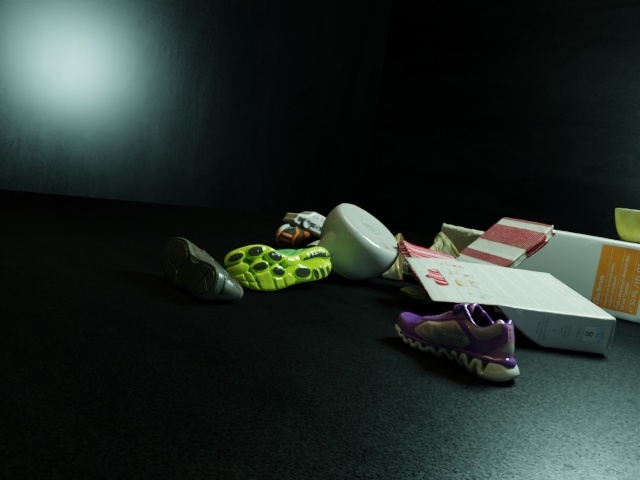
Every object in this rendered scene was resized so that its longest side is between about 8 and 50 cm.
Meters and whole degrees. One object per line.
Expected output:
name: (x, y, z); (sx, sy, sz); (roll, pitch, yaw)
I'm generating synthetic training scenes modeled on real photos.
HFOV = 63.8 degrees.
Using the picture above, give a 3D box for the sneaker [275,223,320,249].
sneaker: (0.000, 0.000, 1.958); (0.320, 0.125, 0.180); (-12, 23, -43)

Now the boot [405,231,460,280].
boot: (0.355, 0.054, 1.672); (0.165, 0.077, 0.213); (-35, 7, 8)

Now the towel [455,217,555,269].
towel: (0.512, 0.049, 1.548); (0.329, 0.037, 0.237); (-37, 19, -9)

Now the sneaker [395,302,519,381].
sneaker: (0.232, 0.151, 0.876); (0.095, 0.105, 0.236); (1, 8, -40)

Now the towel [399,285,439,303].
towel: (0.299, 0.144, 1.383); (0.148, 0.027, 0.110); (5, 8, -32)

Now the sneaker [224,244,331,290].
sneaker: (-0.108, 0.071, 1.248); (0.295, 0.110, 0.123); (2, -13, -41)

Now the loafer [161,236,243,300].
loafer: (-0.257, 0.070, 1.094); (0.084, 0.096, 0.267); (29, -2, -40)

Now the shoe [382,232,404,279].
shoe: (0.239, 0.050, 1.667); (0.058, 0.077, 0.219); (-14, 30, 23)

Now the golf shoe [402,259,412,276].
golf shoe: (0.335, 0.094, 1.760); (0.198, 0.077, 0.094); (-4, -18, -26)

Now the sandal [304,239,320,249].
sandal: (0.009, 0.032, 1.767); (0.101, 0.076, 0.265); (11, 7, 25)

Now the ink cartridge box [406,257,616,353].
ink cartridge box: (0.406, 0.138, 1.185); (0.384, 0.091, 0.308); (6, 14, -3)

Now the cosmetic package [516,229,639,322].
cosmetic package: (0.803, 0.089, 1.651); (0.452, 0.230, 0.161); (12, 7, 34)

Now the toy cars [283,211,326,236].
toy cars: (0.071, -0.032, 1.745); (0.393, 0.087, 0.176); (19, -7, 8)

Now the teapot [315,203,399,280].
teapot: (0.093, 0.029, 1.494); (0.255, 0.187, 0.253); (34, 22, -10)

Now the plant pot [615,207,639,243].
plant pot: (0.968, -0.041, 1.574); (0.134, 0.095, 0.134); (9, 5, -1)

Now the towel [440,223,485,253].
towel: (0.513, 0.053, 1.764); (0.049, 0.187, 0.282); (3, 10, -35)

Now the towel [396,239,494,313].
towel: (0.329, 0.091, 1.374); (0.198, 0.031, 0.275); (16, 25, -19)
